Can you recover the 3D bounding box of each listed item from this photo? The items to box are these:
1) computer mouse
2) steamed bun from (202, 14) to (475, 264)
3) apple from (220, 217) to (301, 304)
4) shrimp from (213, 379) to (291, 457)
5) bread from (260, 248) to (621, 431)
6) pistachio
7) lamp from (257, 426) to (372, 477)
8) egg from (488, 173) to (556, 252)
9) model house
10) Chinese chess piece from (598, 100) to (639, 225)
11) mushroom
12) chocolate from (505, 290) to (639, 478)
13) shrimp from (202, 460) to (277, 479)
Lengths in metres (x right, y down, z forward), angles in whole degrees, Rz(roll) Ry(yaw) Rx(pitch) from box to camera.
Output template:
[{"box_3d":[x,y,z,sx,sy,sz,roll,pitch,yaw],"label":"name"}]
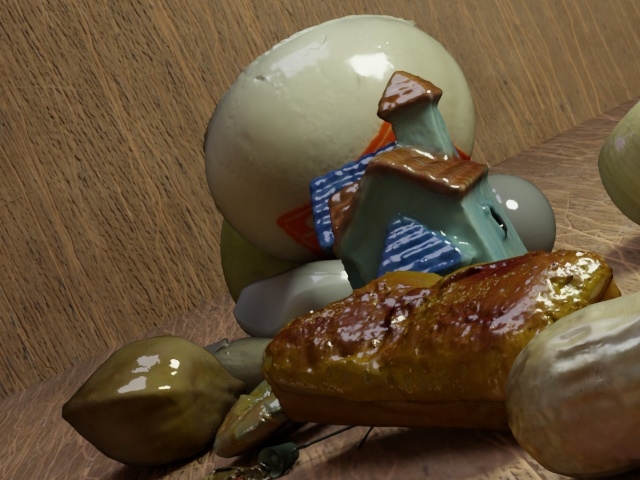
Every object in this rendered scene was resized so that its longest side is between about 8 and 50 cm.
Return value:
[{"box_3d":[0.003,0.101,2.065,0.184,0.121,0.297,-2,-12,-29],"label":"computer mouse"},{"box_3d":[0.039,-0.106,2.023,0.374,0.241,0.374,-19,-32,-13],"label":"steamed bun"},{"box_3d":[0.006,-0.001,2.319,0.295,0.258,0.233,-29,6,-32],"label":"apple"},{"box_3d":[-0.027,0.166,1.771,0.145,0.061,0.267,-44,-8,38],"label":"shrimp"},{"box_3d":[0.105,0.086,1.436,0.380,0.109,0.185,-7,38,49],"label":"bread"},{"box_3d":[-0.226,0.206,1.925,0.213,0.163,0.260,12,-22,-36],"label":"pistachio"},{"box_3d":[-0.004,0.207,1.573,0.121,0.041,0.054,-26,-5,33],"label":"lamp"},{"box_3d":[0.230,-0.012,2.001,0.146,0.146,0.199,-26,-5,-4],"label":"egg"},{"box_3d":[0.086,-0.011,1.709,0.252,0.329,0.295,-20,5,17],"label":"model house"},{"box_3d":[0.446,-0.119,1.790,0.257,0.104,0.257,-30,-22,-13],"label":"Chinese chess piece"},{"box_3d":[-0.092,0.171,2.010,0.108,0.096,0.247,2,-11,-40],"label":"mushroom"},{"box_3d":[0.272,0.077,1.073,0.309,0.134,0.134,-26,5,15],"label":"chocolate"},{"box_3d":[-0.092,0.252,1.521,0.091,0.043,0.184,-40,7,-41],"label":"shrimp"}]
